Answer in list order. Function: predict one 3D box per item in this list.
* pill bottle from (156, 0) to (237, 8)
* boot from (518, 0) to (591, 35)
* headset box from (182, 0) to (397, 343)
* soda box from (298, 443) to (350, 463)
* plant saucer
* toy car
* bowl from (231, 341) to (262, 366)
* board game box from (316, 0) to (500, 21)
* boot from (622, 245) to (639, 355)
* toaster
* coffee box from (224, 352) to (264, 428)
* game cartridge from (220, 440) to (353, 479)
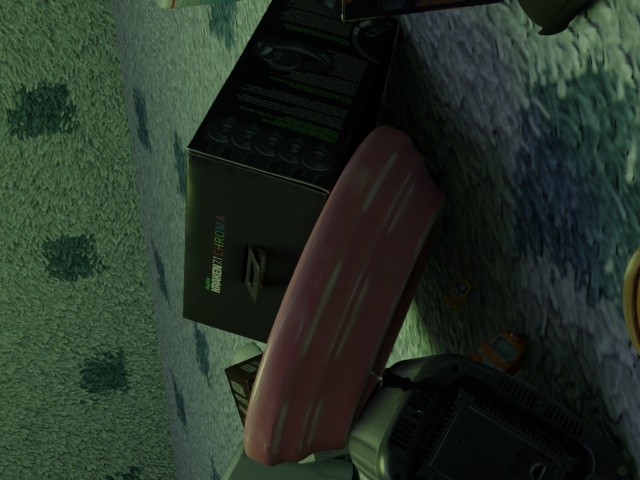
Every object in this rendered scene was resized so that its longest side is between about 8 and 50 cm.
[{"bbox_3d":[-0.146,-0.366,1.222,0.087,0.160,0.087,169,90,-72],"label":"pill bottle"},{"bbox_3d":[0.144,-0.242,0.585,0.137,0.076,0.198,138,120,-75],"label":"boot"},{"bbox_3d":[-0.035,-0.065,0.899,0.246,0.131,0.283,102,-173,-48],"label":"headset box"},{"bbox_3d":[-0.011,0.154,1.234,0.091,0.098,0.286,134,122,-67],"label":"soda box"},{"bbox_3d":[0.035,0.061,0.838,0.332,0.084,0.332,22,-90,-81],"label":"plant saucer"},{"bbox_3d":[0.142,0.073,0.806,0.040,0.060,0.122,-55,48,22],"label":"toy car"},{"bbox_3d":[-0.133,0.281,1.747,0.142,0.053,0.142,-146,49,-64],"label":"bowl"},{"bbox_3d":[0.050,-0.236,0.750,0.170,0.141,0.048,-126,32,-52],"label":"board game box"},{"bbox_3d":[0.239,0.028,0.463,0.152,0.073,0.197,-130,30,-48],"label":"boot"},{"bbox_3d":[0.115,0.171,0.713,0.129,0.227,0.146,-61,7,-12],"label":"toaster"},{"bbox_3d":[-0.054,0.305,1.403,0.141,0.098,0.247,-2,106,70],"label":"coffee box"},{"bbox_3d":[-0.075,0.446,1.286,0.060,0.196,0.294,149,133,-80],"label":"game cartridge"}]
